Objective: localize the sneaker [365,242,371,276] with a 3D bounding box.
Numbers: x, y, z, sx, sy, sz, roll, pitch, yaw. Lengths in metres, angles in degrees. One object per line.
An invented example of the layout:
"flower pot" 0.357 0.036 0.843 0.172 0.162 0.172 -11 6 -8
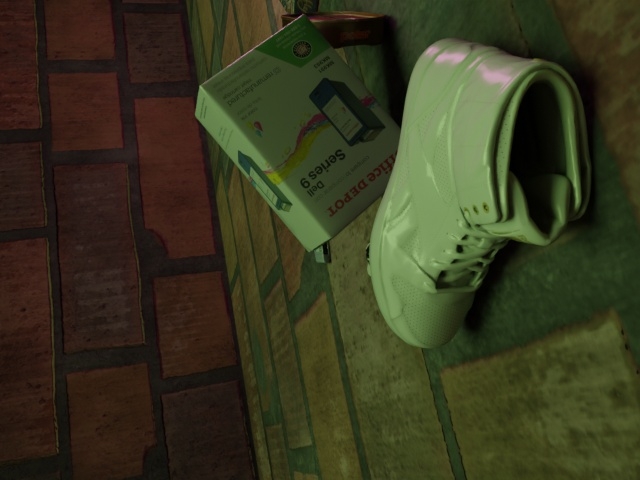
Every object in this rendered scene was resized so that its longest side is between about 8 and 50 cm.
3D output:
"sneaker" 0.074 0.018 0.739 0.109 0.043 0.040 110 147 -59

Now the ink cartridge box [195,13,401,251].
"ink cartridge box" -0.014 -0.117 0.643 0.212 0.154 0.093 51 162 -3

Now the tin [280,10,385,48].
"tin" 0.014 -0.272 0.729 0.190 0.106 0.040 -127 27 -61

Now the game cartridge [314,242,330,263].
"game cartridge" 0.000 0.000 1.024 0.056 0.017 0.083 170 94 -77

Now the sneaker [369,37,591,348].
"sneaker" 0.120 -0.007 0.468 0.169 0.108 0.293 -124 33 -63

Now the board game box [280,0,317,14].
"board game box" -0.035 -0.501 0.910 0.243 0.042 0.165 100 157 -43
